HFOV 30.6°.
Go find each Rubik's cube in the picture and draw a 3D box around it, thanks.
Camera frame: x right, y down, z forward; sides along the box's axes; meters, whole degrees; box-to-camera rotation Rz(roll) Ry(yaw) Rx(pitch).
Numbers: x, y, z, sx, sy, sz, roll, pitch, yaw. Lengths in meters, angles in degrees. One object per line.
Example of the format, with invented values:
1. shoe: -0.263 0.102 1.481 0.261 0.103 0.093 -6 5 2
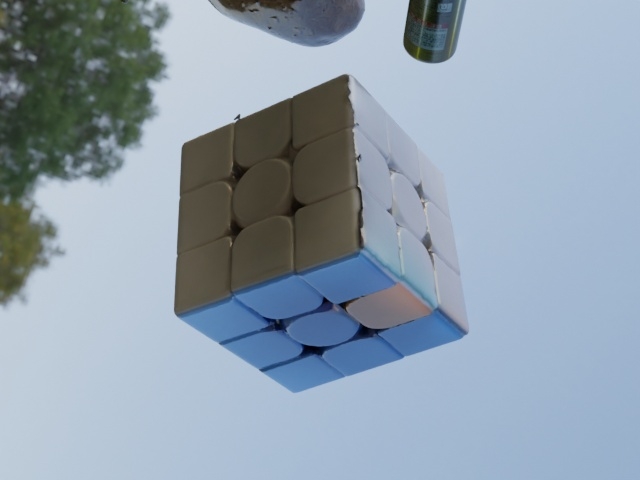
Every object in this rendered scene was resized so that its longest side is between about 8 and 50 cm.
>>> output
1. Rubik's cube: 0.000 0.000 1.605 0.291 0.290 0.291 -22 -128 25

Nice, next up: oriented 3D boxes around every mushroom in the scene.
1. mushroom: -0.081 -0.475 2.157 0.345 0.345 0.239 13 -73 61

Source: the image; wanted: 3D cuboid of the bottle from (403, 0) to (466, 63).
1. bottle: 0.169 -0.374 1.612 0.286 0.082 0.082 96 -7 -52

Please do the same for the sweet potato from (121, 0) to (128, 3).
1. sweet potato: -0.298 -0.428 1.790 0.038 0.041 0.153 99 -16 -63
